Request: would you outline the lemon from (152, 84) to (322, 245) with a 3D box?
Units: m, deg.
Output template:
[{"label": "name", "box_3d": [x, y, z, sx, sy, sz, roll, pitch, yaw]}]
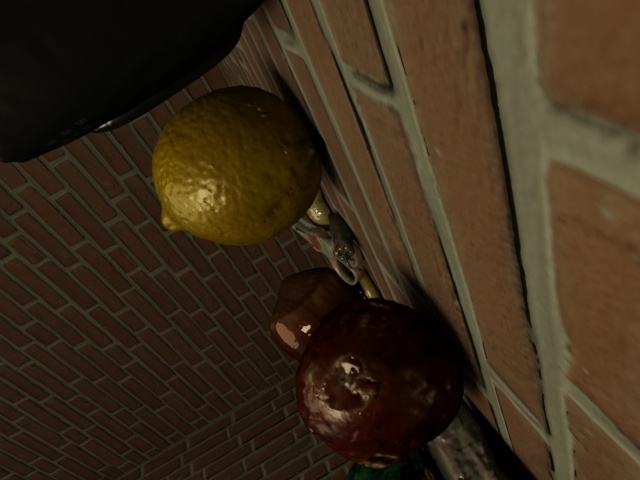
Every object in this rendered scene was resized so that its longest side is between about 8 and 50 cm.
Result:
[{"label": "lemon", "box_3d": [-0.127, -0.104, 0.675, 0.228, 0.254, 0.228, -18, -90, -87]}]

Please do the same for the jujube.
[{"label": "jujube", "box_3d": [0.077, 0.171, 0.579, 0.197, 0.197, 0.290, 59, -166, 21]}]

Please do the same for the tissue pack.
[{"label": "tissue pack", "box_3d": [0.251, 0.408, 0.609, 0.332, 0.123, 0.245, 61, 180, -21]}]

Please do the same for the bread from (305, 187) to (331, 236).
[{"label": "bread", "box_3d": [-0.051, -0.137, 1.078, 0.316, 0.054, 0.316, 61, 177, 5]}]

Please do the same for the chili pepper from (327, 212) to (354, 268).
[{"label": "chili pepper", "box_3d": [0.040, -0.009, 0.871, 0.153, 0.041, 0.050, -99, 6, -49]}]

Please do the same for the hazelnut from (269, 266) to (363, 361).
[{"label": "hazelnut", "box_3d": [0.009, 0.264, 1.545, 0.372, 0.372, 0.315, 58, 134, 29]}]

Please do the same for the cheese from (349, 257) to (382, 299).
[{"label": "cheese", "box_3d": [0.088, 0.081, 1.009, 0.162, 0.036, 0.086, 60, 179, -3]}]

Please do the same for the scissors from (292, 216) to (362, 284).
[{"label": "scissors", "box_3d": [0.000, 0.000, 0.987, 0.242, 0.030, 0.118, 36, 147, 34]}]

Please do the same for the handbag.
[{"label": "handbag", "box_3d": [-0.205, -0.223, 0.460, 0.178, 0.302, 0.275, 54, -177, -29]}]

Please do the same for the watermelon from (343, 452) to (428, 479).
[{"label": "watermelon", "box_3d": [0.161, 0.485, 0.936, 0.222, 0.292, 0.319, -86, -11, -53]}]
